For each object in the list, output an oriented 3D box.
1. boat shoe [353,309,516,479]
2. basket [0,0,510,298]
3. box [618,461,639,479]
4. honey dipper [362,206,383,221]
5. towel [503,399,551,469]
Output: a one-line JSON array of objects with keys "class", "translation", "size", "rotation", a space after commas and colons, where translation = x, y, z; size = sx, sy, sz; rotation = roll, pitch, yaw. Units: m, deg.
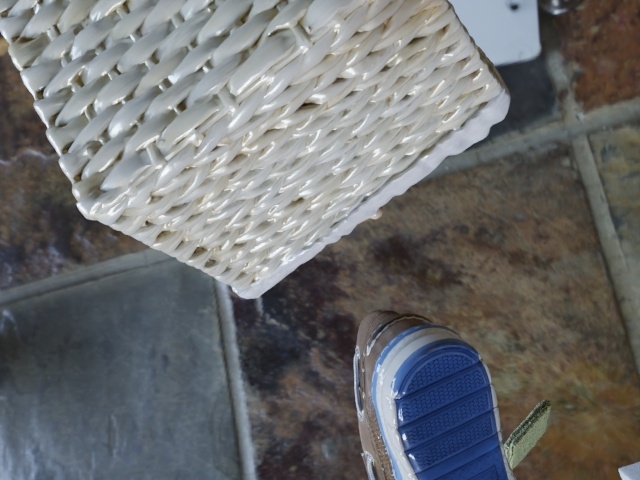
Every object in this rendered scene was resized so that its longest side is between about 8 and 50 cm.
[{"class": "boat shoe", "translation": [0.056, 0.113, 0.377], "size": [0.066, 0.066, 0.183], "rotation": [-16, 114, -16]}, {"class": "basket", "translation": [-0.065, -0.183, 0.703], "size": [0.331, 0.266, 0.328], "rotation": [-36, 65, 10]}, {"class": "box", "translation": [0.589, 0.409, 1.245], "size": [0.170, 0.091, 0.130], "rotation": [-19, 87, 3]}, {"class": "honey dipper", "translation": [0.000, 0.000, 0.861], "size": [0.160, 0.030, 0.030], "rotation": [-26, 71, 22]}, {"class": "towel", "translation": [0.406, 0.387, 1.551], "size": [0.027, 0.110, 0.148], "rotation": [33, 58, 33]}]
